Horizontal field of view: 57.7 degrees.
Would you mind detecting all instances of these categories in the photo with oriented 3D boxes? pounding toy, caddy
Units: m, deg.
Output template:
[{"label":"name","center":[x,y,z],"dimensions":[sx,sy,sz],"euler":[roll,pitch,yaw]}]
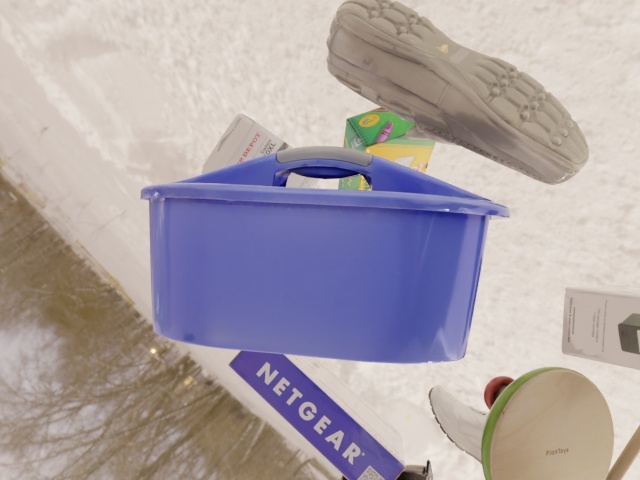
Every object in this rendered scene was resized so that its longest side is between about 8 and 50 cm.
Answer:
[{"label":"pounding toy","center":[0.272,0.250,0.724],"dimensions":[0.237,0.183,0.110],"euler":[31,170,-20]},{"label":"caddy","center":[0.000,0.000,0.552],"dimensions":[0.341,0.179,0.241],"euler":[4,-178,9]}]

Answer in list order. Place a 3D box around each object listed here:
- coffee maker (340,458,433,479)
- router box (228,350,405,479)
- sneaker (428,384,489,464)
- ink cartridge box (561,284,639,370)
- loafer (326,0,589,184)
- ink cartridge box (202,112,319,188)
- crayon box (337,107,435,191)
[{"label":"coffee maker","center":[0.131,0.515,1.178],"dimensions":[0.178,0.120,0.171],"euler":[-4,177,19]},{"label":"router box","center":[0.006,0.310,1.106],"dimensions":[0.335,0.082,0.301],"euler":[41,177,11]},{"label":"sneaker","center":[0.350,0.402,1.198],"dimensions":[0.297,0.129,0.111],"euler":[42,-174,18]},{"label":"ink cartridge box","center":[0.578,0.145,0.932],"dimensions":[0.289,0.211,0.121],"euler":[4,92,55]},{"label":"loafer","center":[0.143,-0.157,0.654],"dimensions":[0.319,0.112,0.111],"euler":[38,141,15]},{"label":"ink cartridge box","center":[-0.086,-0.106,0.888],"dimensions":[0.150,0.109,0.063],"euler":[31,-174,-36]},{"label":"crayon box","center":[0.131,-0.156,1.190],"dimensions":[0.278,0.165,0.081],"euler":[95,151,-60]}]
